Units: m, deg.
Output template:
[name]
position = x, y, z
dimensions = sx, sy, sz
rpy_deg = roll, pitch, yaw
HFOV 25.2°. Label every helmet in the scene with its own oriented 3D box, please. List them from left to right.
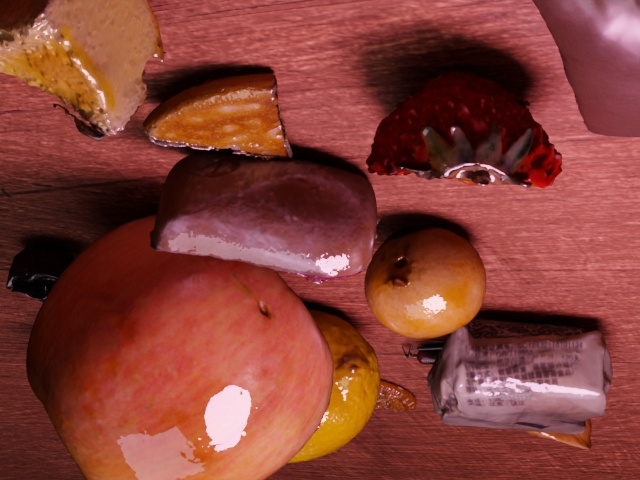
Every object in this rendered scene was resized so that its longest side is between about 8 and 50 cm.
[helmet]
position = -0.393, 0.041, 2.049
dimensions = 0.123, 0.070, 0.098
rpy_deg = -16, 153, 35

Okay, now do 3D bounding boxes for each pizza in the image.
[pizza]
position = -0.080, -0.131, 1.542
dimensions = 0.176, 0.036, 0.184
rpy_deg = 17, 153, -39

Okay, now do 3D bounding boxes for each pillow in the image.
[pillow]
position = 0.339, -0.169, 1.162
dimensions = 0.307, 0.108, 0.305
rpy_deg = 0, 157, 24

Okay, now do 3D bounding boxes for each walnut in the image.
[walnut]
position = 0.330, 0.255, 2.208
dimensions = 0.211, 0.087, 0.167
rpy_deg = 13, 176, 32

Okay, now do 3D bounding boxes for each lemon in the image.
[lemon]
position = -0.043, 0.213, 2.100
dimensions = 0.263, 0.236, 0.236
rpy_deg = 17, 164, 32

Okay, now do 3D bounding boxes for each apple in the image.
[apple]
position = -0.189, 0.161, 1.835
dimensions = 0.391, 0.346, 0.391
rpy_deg = 48, 173, 8

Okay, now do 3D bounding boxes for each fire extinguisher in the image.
[fire extinguisher]
position = 0.171, 0.170, 2.159
dimensions = 0.100, 0.032, 0.046
rpy_deg = -1, 167, 11

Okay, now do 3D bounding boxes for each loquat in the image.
[loquat]
position = 0.128, 0.052, 1.752
dimensions = 0.163, 0.137, 0.163
rpy_deg = -18, 155, -9

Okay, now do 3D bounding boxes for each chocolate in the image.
[chocolate]
position = -0.056, -0.046, 1.615
dimensions = 0.261, 0.161, 0.083
rpy_deg = 7, 132, -3

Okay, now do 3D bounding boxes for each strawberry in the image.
[strawberry]
position = 0.136, -0.111, 1.424
dimensions = 0.190, 0.111, 0.236
rpy_deg = 3, -178, -9

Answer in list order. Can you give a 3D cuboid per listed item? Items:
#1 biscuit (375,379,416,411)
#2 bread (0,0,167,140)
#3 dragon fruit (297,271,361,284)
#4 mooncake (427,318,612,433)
[biscuit]
position = 0.060, 0.256, 2.423
dimensions = 0.206, 0.025, 0.126
rpy_deg = 7, 157, 7
[bread]
position = -0.240, -0.183, 1.345
dimensions = 0.169, 0.140, 0.160
rpy_deg = -5, 142, 43
[dragon fruit]
position = 0.005, 0.000, 1.783
dimensions = 0.112, 0.068, 0.126
rpy_deg = 30, 141, -25
[mooncake]
position = 0.281, 0.190, 2.019
dimensions = 0.254, 0.136, 0.250
rpy_deg = 3, 160, 2
